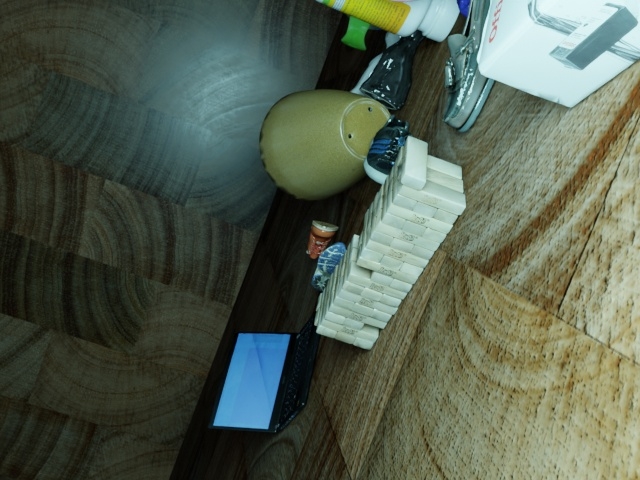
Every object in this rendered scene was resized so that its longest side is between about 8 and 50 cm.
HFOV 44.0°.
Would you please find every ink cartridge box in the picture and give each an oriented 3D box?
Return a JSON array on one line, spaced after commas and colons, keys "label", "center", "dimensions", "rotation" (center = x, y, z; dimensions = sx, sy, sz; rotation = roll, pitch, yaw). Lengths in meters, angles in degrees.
[{"label": "ink cartridge box", "center": [0.262, -0.269, 0.698], "dimensions": [0.273, 0.114, 0.197], "rotation": [139, 149, -68]}]

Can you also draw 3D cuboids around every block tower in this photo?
[{"label": "block tower", "center": [0.093, 0.020, 1.121], "dimensions": [0.091, 0.097, 0.335], "rotation": [-82, 13, -49]}]

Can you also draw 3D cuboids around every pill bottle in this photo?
[{"label": "pill bottle", "center": [0.123, -0.447, 1.411], "dimensions": [0.136, 0.245, 0.136], "rotation": [-160, 90, -80]}]

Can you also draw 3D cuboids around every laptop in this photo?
[{"label": "laptop", "center": [-0.108, 0.253, 1.609], "dimensions": [0.264, 0.136, 0.234], "rotation": [124, 163, -54]}]

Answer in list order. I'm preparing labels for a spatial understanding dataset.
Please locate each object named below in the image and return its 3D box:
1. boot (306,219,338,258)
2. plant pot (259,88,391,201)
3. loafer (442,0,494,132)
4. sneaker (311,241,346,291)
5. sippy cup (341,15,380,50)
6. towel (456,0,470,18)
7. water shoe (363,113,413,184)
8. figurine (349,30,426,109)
[{"label": "boot", "center": [0.000, 0.000, 1.773], "dimensions": [0.158, 0.059, 0.085], "rotation": [125, 161, -84]}, {"label": "plant pot", "center": [0.035, -0.205, 1.583], "dimensions": [0.254, 0.237, 0.237], "rotation": [-3, 66, 63]}, {"label": "loafer", "center": [0.210, -0.286, 1.095], "dimensions": [0.096, 0.084, 0.268], "rotation": [-158, 88, -80]}, {"label": "sneaker", "center": [0.017, 0.041, 1.601], "dimensions": [0.058, 0.052, 0.135], "rotation": [-74, 10, -45]}, {"label": "sippy cup", "center": [0.134, -0.584, 1.763], "dimensions": [0.305, 0.240, 0.224], "rotation": [-33, -7, -8]}, {"label": "towel", "center": [0.272, -0.499, 1.244], "dimensions": [0.308, 0.076, 0.228], "rotation": [-84, 10, -52]}, {"label": "water shoe", "center": [0.120, -0.159, 1.370], "dimensions": [0.203, 0.073, 0.080], "rotation": [-89, 24, -61]}, {"label": "figurine", "center": [0.153, -0.371, 1.612], "dimensions": [0.209, 0.092, 0.215], "rotation": [-62, 9, 1]}]
